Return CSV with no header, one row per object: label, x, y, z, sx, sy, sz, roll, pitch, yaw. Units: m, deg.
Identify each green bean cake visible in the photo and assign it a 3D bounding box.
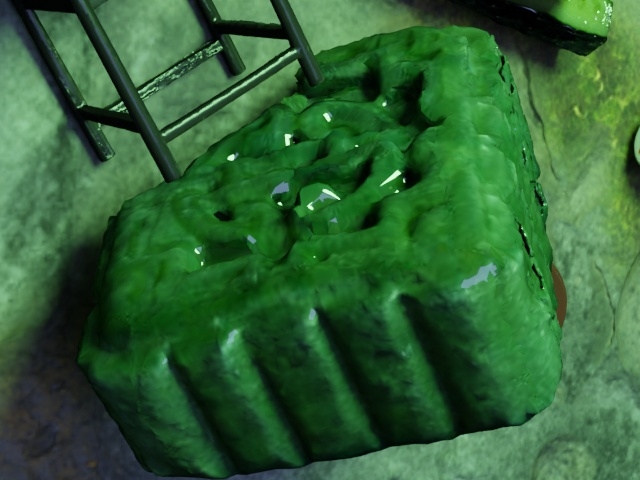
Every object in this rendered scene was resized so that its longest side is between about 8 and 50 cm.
green bean cake,0.000,0.000,0.905,0.307,0.300,0.169,-14,127,14

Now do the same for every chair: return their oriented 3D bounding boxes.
chair,-0.130,-0.188,0.850,0.154,0.141,0.260,-36,116,-22

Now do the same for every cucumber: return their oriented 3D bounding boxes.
cucumber,0.142,-0.215,1.065,0.211,0.062,0.078,14,74,-25

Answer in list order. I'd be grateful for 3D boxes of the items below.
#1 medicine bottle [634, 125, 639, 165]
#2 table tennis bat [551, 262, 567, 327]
medicine bottle,0.393,-0.071,1.222,0.219,0.078,0.115,12,94,-32
table tennis bat,0.170,0.084,1.150,0.098,0.019,0.155,39,75,-31
